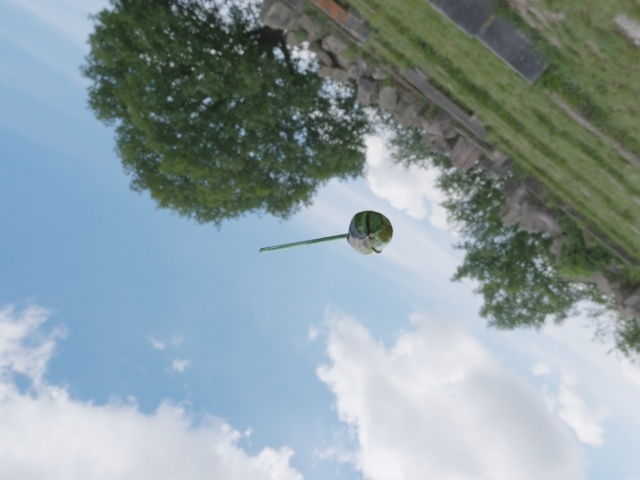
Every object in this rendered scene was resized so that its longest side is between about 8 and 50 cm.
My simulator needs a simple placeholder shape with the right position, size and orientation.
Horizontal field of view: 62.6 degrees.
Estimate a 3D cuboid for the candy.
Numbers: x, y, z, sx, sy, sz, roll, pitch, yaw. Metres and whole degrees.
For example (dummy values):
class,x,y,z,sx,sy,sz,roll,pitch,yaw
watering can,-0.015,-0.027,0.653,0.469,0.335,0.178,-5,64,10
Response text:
class,x,y,z,sx,sy,sz,roll,pitch,yaw
candy,0.000,0.000,0.697,0.061,0.202,0.061,25,-120,-56
